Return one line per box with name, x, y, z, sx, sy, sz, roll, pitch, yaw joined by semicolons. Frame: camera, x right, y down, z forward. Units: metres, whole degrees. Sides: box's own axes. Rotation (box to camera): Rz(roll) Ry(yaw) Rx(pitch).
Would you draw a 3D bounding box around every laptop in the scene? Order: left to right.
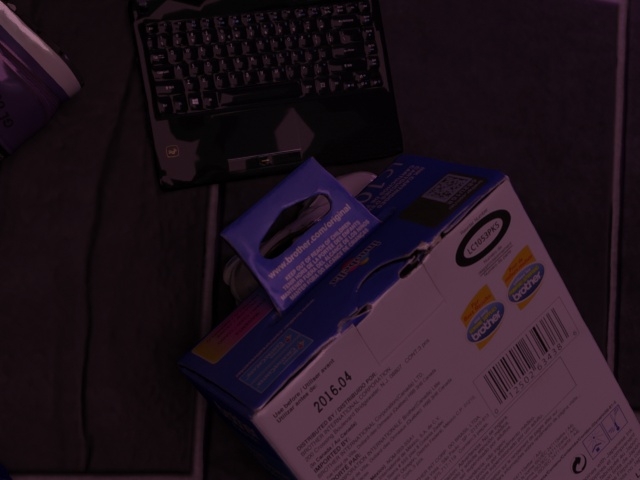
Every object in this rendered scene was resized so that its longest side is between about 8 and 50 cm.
laptop;-0.031;-0.191;0.894;0.234;0.136;0.264;-10;92;-19

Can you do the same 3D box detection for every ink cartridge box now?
ink cartridge box;0.078;0.119;0.863;0.270;0.151;0.395;-42;118;-17

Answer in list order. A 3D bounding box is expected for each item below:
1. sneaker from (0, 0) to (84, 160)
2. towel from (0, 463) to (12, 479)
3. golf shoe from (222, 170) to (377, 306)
sneaker;-0.324;-0.179;0.812;0.283;0.107;0.124;45;80;-12
towel;-0.326;0.324;0.799;0.308;0.076;0.228;-36;100;-18
golf shoe;0.000;0.000;0.926;0.176;0.086;0.069;-41;99;-19
